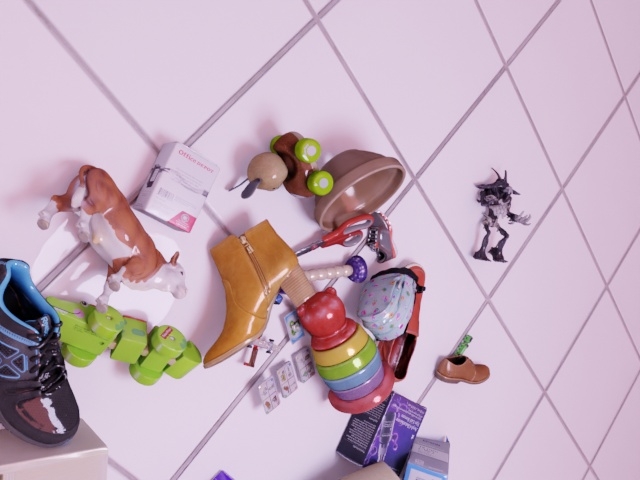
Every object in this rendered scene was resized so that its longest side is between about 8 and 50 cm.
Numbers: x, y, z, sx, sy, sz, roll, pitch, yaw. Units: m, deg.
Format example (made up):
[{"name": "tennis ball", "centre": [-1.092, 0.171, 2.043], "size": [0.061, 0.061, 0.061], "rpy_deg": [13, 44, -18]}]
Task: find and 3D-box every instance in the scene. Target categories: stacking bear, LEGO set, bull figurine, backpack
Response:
[{"name": "stacking bear", "centre": [0.046, 0.250, 1.491], "size": [0.175, 0.164, 0.289], "rpy_deg": [-30, 105, -7]}, {"name": "LEGO set", "centre": [-0.110, 0.249, 1.456], "size": [0.182, 0.060, 0.244], "rpy_deg": [-33, 116, -43]}, {"name": "bull figurine", "centre": [-0.371, 0.013, 1.157], "size": [0.310, 0.101, 0.188], "rpy_deg": [58, 25, -19]}, {"name": "backpack", "centre": [0.161, 0.157, 1.545], "size": [0.115, 0.152, 0.182], "rpy_deg": [43, 43, -23]}]

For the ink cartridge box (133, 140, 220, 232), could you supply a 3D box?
[{"name": "ink cartridge box", "centre": [-0.285, -0.106, 1.249], "size": [0.109, 0.063, 0.150], "rpy_deg": [31, 77, -36]}]

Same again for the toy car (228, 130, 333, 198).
[{"name": "toy car", "centre": [-0.099, -0.134, 1.341], "size": [0.188, 0.155, 0.149], "rpy_deg": [-30, 113, -20]}]

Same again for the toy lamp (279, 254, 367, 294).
[{"name": "toy lamp", "centre": [-0.014, 0.079, 1.474], "size": [0.275, 0.080, 0.080], "rpy_deg": [-7, 100, -39]}]

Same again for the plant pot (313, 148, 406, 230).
[{"name": "plant pot", "centre": [0.072, -0.135, 1.456], "size": [0.237, 0.237, 0.109], "rpy_deg": [-20, 68, -34]}]

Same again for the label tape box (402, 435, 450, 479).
[{"name": "label tape box", "centre": [0.273, 0.685, 1.715], "size": [0.348, 0.115, 0.249], "rpy_deg": [6, 98, -79]}]

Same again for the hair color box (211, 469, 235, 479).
[{"name": "hair color box", "centre": [-0.265, 0.692, 1.344], "size": [0.339, 0.110, 0.185], "rpy_deg": [-42, 120, -24]}]

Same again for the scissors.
[{"name": "scissors", "centre": [0.000, 0.000, 1.477], "size": [0.297, 0.021, 0.109], "rpy_deg": [-14, 148, -33]}]

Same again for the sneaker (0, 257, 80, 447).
[{"name": "sneaker", "centre": [-0.486, 0.189, 1.037], "size": [0.340, 0.140, 0.125], "rpy_deg": [66, 28, -11]}]

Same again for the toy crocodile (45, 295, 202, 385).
[{"name": "toy crocodile", "centre": [-0.374, 0.187, 1.198], "size": [0.341, 0.105, 0.115], "rpy_deg": [26, 115, -32]}]

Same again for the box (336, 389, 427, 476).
[{"name": "box", "centre": [0.161, 0.496, 1.642], "size": [0.153, 0.108, 0.207], "rpy_deg": [33, 75, -36]}]

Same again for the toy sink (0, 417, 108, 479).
[{"name": "toy sink", "centre": [-0.511, 0.412, 1.090], "size": [0.234, 0.153, 0.131], "rpy_deg": [2, 95, -38]}]

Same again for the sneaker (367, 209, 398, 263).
[{"name": "sneaker", "centre": [0.147, -0.008, 1.597], "size": [0.065, 0.061, 0.158], "rpy_deg": [-33, 114, -23]}]

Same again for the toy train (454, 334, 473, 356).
[{"name": "toy train", "centre": [0.428, 0.317, 1.874], "size": [0.083, 0.024, 0.017], "rpy_deg": [-53, 123, -20]}]

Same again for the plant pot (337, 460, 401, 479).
[{"name": "plant pot", "centre": [0.087, 0.662, 1.479], "size": [0.274, 0.256, 0.256], "rpy_deg": [-38, 118, -13]}]

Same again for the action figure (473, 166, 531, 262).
[{"name": "action figure", "centre": [0.528, -0.073, 1.829], "size": [0.164, 0.141, 0.275], "rpy_deg": [7, 94, -26]}]

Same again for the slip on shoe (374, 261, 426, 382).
[{"name": "slip on shoe", "centre": [0.220, 0.220, 1.655], "size": [0.123, 0.101, 0.331], "rpy_deg": [24, 80, -35]}]

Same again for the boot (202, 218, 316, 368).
[{"name": "boot", "centre": [-0.177, 0.108, 1.328], "size": [0.295, 0.104, 0.211], "rpy_deg": [-37, 85, -8]}]

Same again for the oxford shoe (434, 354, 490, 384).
[{"name": "oxford shoe", "centre": [0.431, 0.374, 1.843], "size": [0.212, 0.076, 0.076], "rpy_deg": [8, 107, -37]}]
